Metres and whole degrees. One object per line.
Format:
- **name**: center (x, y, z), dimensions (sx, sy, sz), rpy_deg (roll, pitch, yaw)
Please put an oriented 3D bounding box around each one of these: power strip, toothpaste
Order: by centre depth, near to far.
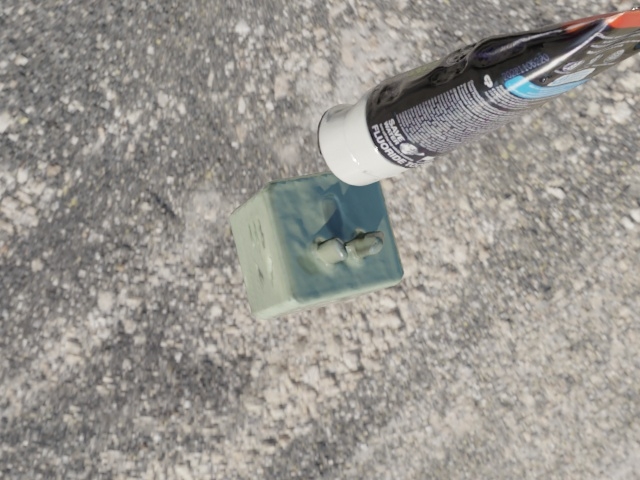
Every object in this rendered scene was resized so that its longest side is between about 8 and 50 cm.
- **toothpaste**: center (0.076, -0.069, 0.415), dimensions (0.071, 0.193, 0.045), rpy_deg (-17, 89, -38)
- **power strip**: center (0.000, 0.000, 1.045), dimensions (0.139, 0.224, 0.140), rpy_deg (-10, 83, -21)
